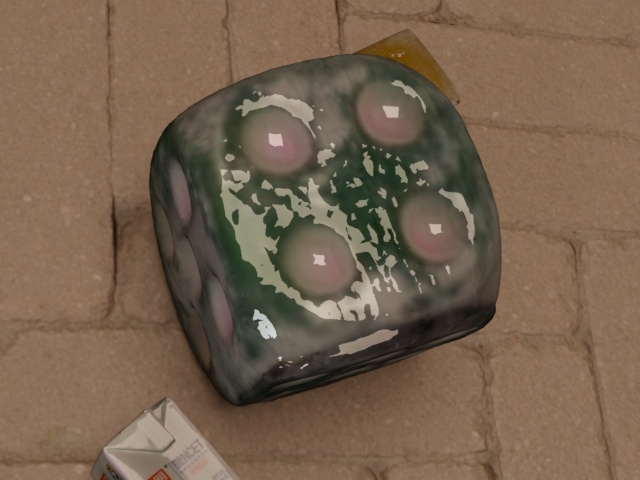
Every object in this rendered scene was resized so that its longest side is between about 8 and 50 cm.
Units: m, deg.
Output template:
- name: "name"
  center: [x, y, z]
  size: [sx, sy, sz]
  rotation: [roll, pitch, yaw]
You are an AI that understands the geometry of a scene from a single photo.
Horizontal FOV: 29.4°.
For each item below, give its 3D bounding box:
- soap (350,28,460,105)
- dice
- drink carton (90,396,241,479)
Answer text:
- name: "soap"
  center: [0.067, -0.192, 1.721]
  size: [0.232, 0.073, 0.140]
  rotation: [-29, 75, -26]
- name: "dice"
  center: [0.000, 0.000, 1.456]
  size: [0.328, 0.330, 0.348]
  rotation: [-15, 75, -19]
- name: "drink carton"
  center: [-0.124, 0.337, 1.390]
  size: [0.106, 0.130, 0.315]
  rotation: [-39, 83, -29]
